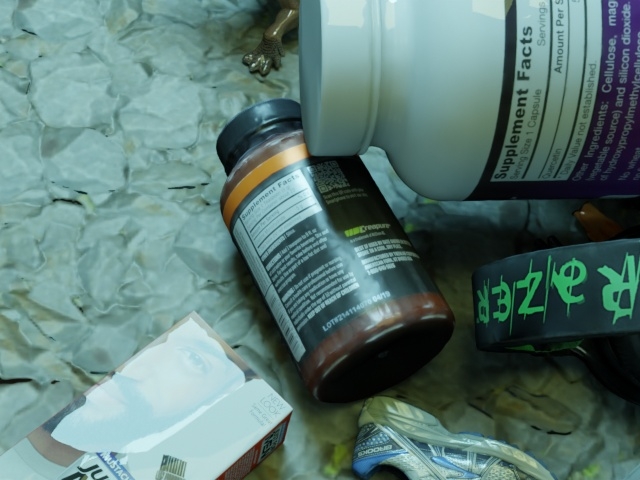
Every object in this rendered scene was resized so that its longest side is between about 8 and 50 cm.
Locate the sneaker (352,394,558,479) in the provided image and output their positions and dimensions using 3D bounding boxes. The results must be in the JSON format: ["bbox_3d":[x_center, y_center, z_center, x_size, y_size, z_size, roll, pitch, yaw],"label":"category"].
[{"bbox_3d":[0.081,0.147,0.595,0.135,0.052,0.058,19,65,11],"label":"sneaker"}]

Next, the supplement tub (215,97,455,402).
[{"bbox_3d":[0.000,0.000,0.637,0.106,0.106,0.198,-17,61,-21],"label":"supplement tub"}]

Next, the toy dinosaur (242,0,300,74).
[{"bbox_3d":[0.014,-0.262,0.754,0.295,0.200,0.127,-19,62,-22],"label":"toy dinosaur"}]

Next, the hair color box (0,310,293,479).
[{"bbox_3d":[-0.108,0.129,0.563,0.093,0.053,0.167,41,58,17],"label":"hair color box"}]

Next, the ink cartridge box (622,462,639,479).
[{"bbox_3d":[0.277,0.265,0.503,0.211,0.122,0.289,4,56,-8],"label":"ink cartridge box"}]

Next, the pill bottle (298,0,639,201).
[{"bbox_3d":[0.153,-0.115,0.590,0.322,0.181,0.182,-1,57,-7],"label":"pill bottle"}]

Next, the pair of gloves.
[{"bbox_3d":[0.203,0.014,0.723,0.083,0.010,0.074,-34,70,-25],"label":"pair of gloves"}]

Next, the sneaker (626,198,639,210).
[{"bbox_3d":[0.203,-0.121,0.768,0.299,0.111,0.121,26,48,-1],"label":"sneaker"}]

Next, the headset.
[{"bbox_3d":[0.277,0.066,0.591,0.394,0.243,0.185,2,80,-30],"label":"headset"}]
